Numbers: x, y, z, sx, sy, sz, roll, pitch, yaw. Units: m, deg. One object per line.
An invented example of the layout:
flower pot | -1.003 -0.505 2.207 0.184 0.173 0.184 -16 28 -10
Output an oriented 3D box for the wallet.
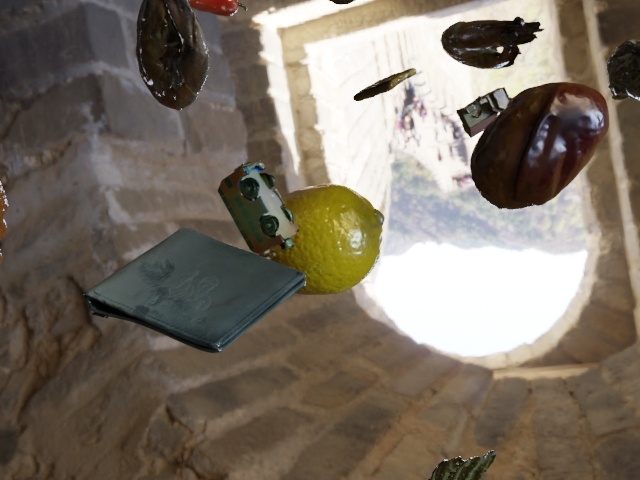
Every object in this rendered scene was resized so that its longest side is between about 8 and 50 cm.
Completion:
wallet | -0.208 0.080 1.065 0.291 0.054 0.251 19 -145 27

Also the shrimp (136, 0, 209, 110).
shrimp | -0.232 -0.353 1.033 0.062 0.164 0.316 -35 155 -46

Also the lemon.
lemon | -0.002 0.000 1.702 0.336 0.335 0.336 -10 -179 0

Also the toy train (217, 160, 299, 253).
toy train | -0.120 -0.059 1.229 0.099 0.188 0.072 -25 -175 31

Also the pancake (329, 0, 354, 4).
pancake | 0.045 -0.558 1.374 0.115 0.011 0.115 10 147 6

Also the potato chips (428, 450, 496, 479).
potato chips | 0.259 0.442 1.186 0.092 0.207 0.028 18 -137 7

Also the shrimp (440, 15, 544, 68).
shrimp | 0.228 -0.258 0.840 0.099 0.041 0.180 34 172 -23

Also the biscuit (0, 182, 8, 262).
biscuit | -0.712 0.006 1.278 0.043 0.306 0.284 26 -167 -3

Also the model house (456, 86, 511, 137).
model house | 0.293 -0.227 1.120 0.083 0.058 0.057 -31 -167 -7

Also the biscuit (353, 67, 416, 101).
biscuit | 0.103 -0.249 1.012 0.083 0.018 0.081 -9 -157 47

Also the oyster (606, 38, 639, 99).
oyster | 0.579 -0.306 1.134 0.064 0.124 0.177 -29 -165 -16

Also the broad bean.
broad bean | 0.331 -0.145 0.966 0.228 0.156 0.122 -45 -163 6

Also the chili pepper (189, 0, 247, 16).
chili pepper | -0.275 -0.602 1.583 0.071 0.063 0.272 -35 170 34
